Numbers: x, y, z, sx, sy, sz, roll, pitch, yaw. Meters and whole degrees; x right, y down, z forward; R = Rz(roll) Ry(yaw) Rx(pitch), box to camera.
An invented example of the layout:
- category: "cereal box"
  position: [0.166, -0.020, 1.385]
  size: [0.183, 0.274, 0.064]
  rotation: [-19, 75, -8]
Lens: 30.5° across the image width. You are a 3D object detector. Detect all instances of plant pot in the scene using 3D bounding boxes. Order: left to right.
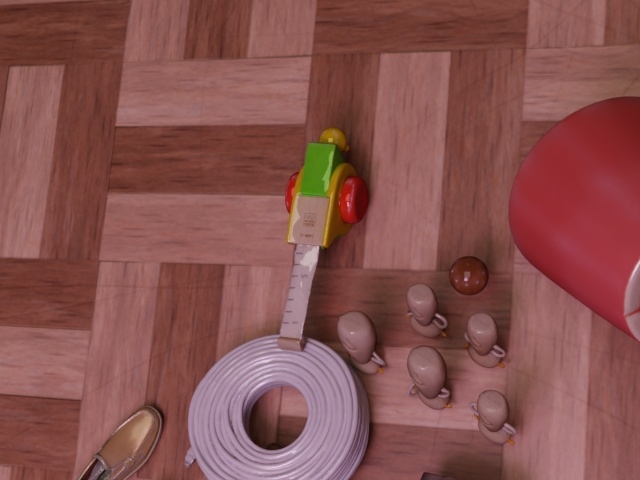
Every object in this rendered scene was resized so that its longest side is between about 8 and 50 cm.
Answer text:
- category: "plant pot"
  position: [0.401, -0.009, 1.427]
  size: [0.275, 0.275, 0.243]
  rotation: [-40, 32, 8]

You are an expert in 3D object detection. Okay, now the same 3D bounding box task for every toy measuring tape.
- category: "toy measuring tape"
  position: [0.000, 0.000, 1.701]
  size: [0.121, 0.121, 0.330]
  rotation: [6, 82, 21]

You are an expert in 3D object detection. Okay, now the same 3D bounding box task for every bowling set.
- category: "bowling set"
  position: [0.184, 0.137, 1.609]
  size: [0.287, 0.154, 0.200]
  rotation: [31, 72, 24]

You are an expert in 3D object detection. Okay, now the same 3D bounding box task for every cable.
- category: "cable"
  position: [-0.060, 0.252, 1.657]
  size: [0.257, 0.089, 0.257]
  rotation: [12, 68, 20]

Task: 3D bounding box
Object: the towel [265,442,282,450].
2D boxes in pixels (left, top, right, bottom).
- category: "towel"
  position: [-0.062, 0.511, 1.655]
  size: [0.271, 0.040, 0.370]
  rotation: [31, 89, 23]

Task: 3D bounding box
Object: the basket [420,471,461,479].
- category: "basket"
  position: [0.170, 0.428, 1.532]
  size: [0.204, 0.154, 0.227]
  rotation: [10, 79, 15]

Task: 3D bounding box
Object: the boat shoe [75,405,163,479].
- category: "boat shoe"
  position: [-0.309, 0.328, 1.761]
  size: [0.068, 0.072, 0.190]
  rotation: [36, 92, 23]
